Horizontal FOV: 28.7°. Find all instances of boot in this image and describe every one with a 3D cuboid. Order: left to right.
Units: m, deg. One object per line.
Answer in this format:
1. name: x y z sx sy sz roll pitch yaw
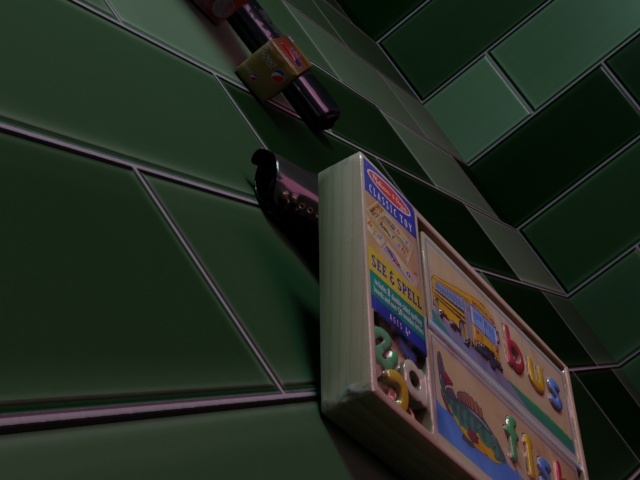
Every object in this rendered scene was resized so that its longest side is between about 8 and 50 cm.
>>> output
1. boot: 0.000 0.000 1.245 0.137 0.077 0.198 24 28 -35

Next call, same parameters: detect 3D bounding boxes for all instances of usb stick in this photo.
1. usb stick: -0.068 -0.274 1.793 0.278 0.045 0.077 53 19 6

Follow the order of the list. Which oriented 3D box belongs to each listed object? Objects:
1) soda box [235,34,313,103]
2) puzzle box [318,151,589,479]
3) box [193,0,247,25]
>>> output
1. soda box: -0.059 -0.229 1.654 0.058 0.061 0.181 51 12 -5
2. puzzle box: 0.136 0.134 1.169 0.409 0.052 0.272 42 32 -37
3. box: -0.156 -0.427 1.717 0.122 0.128 0.257 42 16 -38
